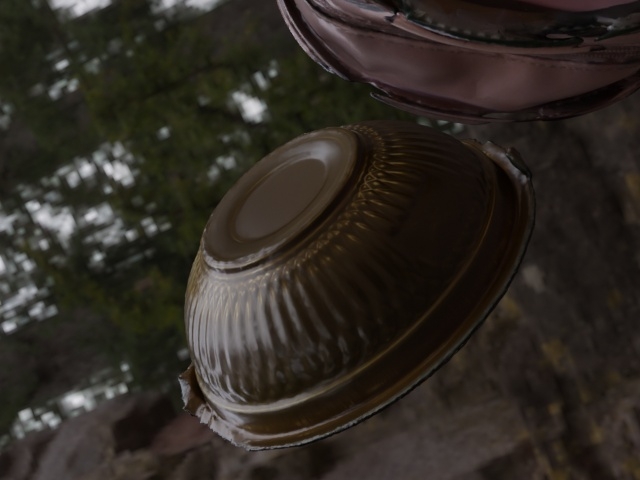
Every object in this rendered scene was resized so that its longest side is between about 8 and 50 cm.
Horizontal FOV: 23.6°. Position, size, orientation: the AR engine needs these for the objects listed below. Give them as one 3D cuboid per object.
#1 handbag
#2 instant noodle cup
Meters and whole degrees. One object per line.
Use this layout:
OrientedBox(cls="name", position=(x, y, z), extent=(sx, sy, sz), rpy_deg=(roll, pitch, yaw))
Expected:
OrientedBox(cls="handbag", position=(0.075, -0.140, 0.635), extent=(0.116, 0.205, 0.179), rpy_deg=(81, -161, -69))
OrientedBox(cls="instant noodle cup", position=(0.000, 0.000, 0.977), extent=(0.090, 0.274, 0.274), rpy_deg=(50, -151, -27))
